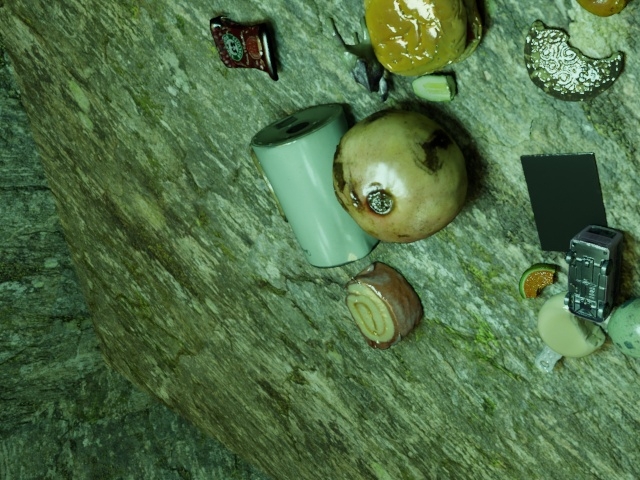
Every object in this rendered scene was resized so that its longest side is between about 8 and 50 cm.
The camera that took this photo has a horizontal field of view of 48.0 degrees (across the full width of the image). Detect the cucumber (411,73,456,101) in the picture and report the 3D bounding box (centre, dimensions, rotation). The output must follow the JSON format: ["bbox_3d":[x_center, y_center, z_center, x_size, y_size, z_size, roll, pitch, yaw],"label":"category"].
[{"bbox_3d":[0.255,-0.350,1.620,0.107,0.035,0.067,15,141,44],"label":"cucumber"}]

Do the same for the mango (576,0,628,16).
[{"bbox_3d":[0.495,-0.446,1.283,0.114,0.060,0.080,39,154,13],"label":"mango"}]

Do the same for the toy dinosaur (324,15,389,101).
[{"bbox_3d":[0.102,-0.400,1.587,0.077,0.294,0.162,-21,83,27],"label":"toy dinosaur"}]

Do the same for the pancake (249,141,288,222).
[{"bbox_3d":[-0.138,-0.168,2.038,0.250,0.031,0.250,-25,-90,-86],"label":"pancake"}]

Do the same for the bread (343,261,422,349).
[{"bbox_3d":[0.174,0.179,2.055,0.190,0.123,0.244,-17,108,48],"label":"bread"}]

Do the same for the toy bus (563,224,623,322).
[{"bbox_3d":[0.594,0.073,1.559,0.096,0.108,0.199,19,132,39],"label":"toy bus"}]

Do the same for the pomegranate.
[{"bbox_3d":[0.182,-0.148,1.667,0.322,0.322,0.322,26,136,29],"label":"pomegranate"}]

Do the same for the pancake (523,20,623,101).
[{"bbox_3d":[0.482,-0.357,1.401,0.191,0.020,0.184,54,143,-6],"label":"pancake"}]

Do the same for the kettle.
[{"bbox_3d":[-0.022,-0.147,1.927,0.361,0.250,0.377,25,141,59],"label":"kettle"}]

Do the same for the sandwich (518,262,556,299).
[{"bbox_3d":[0.517,0.093,1.718,0.067,0.029,0.135,38,139,8],"label":"sandwich"}]

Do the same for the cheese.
[{"bbox_3d":[0.570,0.223,1.737,0.163,0.070,0.249,48,143,4],"label":"cheese"}]

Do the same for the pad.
[{"bbox_3d":[0.540,-0.078,1.577,0.170,0.006,0.246,3,122,44],"label":"pad"}]

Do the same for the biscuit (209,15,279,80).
[{"bbox_3d":[-0.198,-0.515,1.916,0.235,0.063,0.151,20,132,37],"label":"biscuit"}]

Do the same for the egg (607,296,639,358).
[{"bbox_3d":[0.693,0.187,1.527,0.141,0.141,0.181,58,152,-9],"label":"egg"}]

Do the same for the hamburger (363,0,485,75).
[{"bbox_3d":[0.206,-0.450,1.472,0.244,0.163,0.245,18,130,22],"label":"hamburger"}]
